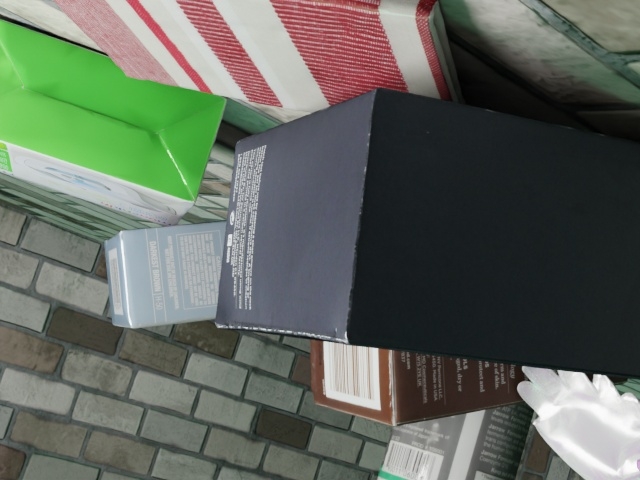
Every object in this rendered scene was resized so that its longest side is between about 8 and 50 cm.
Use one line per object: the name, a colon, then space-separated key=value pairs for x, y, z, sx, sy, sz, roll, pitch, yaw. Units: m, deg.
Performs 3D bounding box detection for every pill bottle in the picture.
pill bottle: x=0.231 y=0.241 z=1.762 sx=0.204 sy=0.361 sz=0.204 roll=18 pitch=171 yaw=3

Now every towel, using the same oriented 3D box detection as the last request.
towel: x=-0.051 y=-0.161 z=0.891 sx=0.329 sy=0.037 sz=0.237 roll=13 pitch=169 yaw=17

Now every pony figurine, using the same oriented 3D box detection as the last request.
pony figurine: x=0.441 y=0.206 z=1.286 sx=0.363 sy=0.351 sz=0.303 roll=-10 pitch=144 yaw=-31

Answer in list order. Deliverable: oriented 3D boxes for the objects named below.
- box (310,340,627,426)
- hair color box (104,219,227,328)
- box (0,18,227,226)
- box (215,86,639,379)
box: x=0.197 y=0.137 z=1.485 sx=0.381 sy=0.143 sz=0.191 roll=-3 pitch=-177 yaw=-31
hair color box: x=-0.058 y=0.029 z=1.363 sx=0.375 sy=0.113 sz=0.185 roll=-5 pitch=179 yaw=-17
box: x=-0.255 y=-0.123 z=1.252 sx=0.262 sy=0.126 sz=0.231 roll=18 pitch=170 yaw=-11
box: x=0.126 y=0.011 z=0.944 sx=0.343 sy=0.179 sz=0.312 roll=8 pitch=176 yaw=-22
